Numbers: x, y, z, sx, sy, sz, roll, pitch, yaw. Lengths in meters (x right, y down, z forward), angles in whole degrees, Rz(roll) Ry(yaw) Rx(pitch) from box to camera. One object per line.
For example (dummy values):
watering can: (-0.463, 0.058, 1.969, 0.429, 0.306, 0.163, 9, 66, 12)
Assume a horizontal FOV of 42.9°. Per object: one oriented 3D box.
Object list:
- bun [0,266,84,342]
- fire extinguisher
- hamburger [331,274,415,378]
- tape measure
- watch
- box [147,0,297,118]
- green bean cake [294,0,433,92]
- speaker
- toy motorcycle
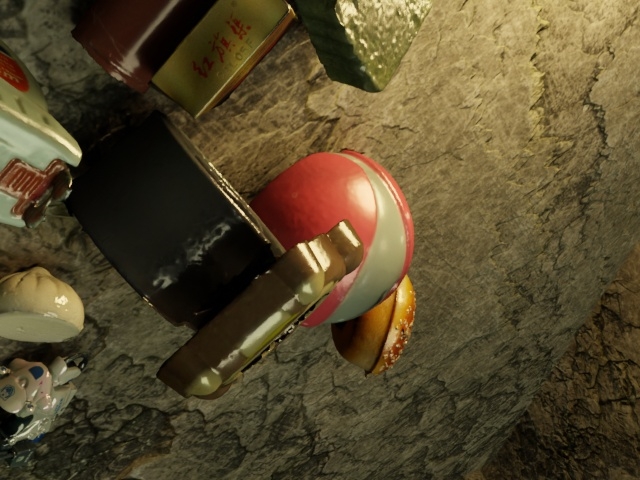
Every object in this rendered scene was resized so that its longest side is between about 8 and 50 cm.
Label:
bun: (-0.389, 0.080, 1.107, 0.138, 0.094, 0.138, 2, 156, 1)
fire extinguisher: (-0.118, -0.317, 0.896, 0.337, 0.106, 0.147, -45, 177, 9)
hamburger: (0.109, 0.149, 1.593, 0.147, 0.237, 0.237, 12, 127, -16)
tape measure: (-0.361, -0.137, 0.719, 0.125, 0.246, 0.243, -46, 137, 8)
watch: (-0.154, -0.003, 1.008, 0.314, 0.327, 0.335, -43, 175, 1)
box: (-0.101, -0.221, 0.926, 0.159, 0.071, 0.240, -48, -171, 9)
green bean cake: (0.056, -0.311, 1.035, 0.183, 0.094, 0.185, -59, 150, -15)
speaker: (0.000, 0.000, 1.284, 0.294, 0.294, 0.294, -27, 146, -20)
toy motorcycle: (-0.453, 0.259, 1.257, 0.221, 0.102, 0.150, -54, 158, 22)
